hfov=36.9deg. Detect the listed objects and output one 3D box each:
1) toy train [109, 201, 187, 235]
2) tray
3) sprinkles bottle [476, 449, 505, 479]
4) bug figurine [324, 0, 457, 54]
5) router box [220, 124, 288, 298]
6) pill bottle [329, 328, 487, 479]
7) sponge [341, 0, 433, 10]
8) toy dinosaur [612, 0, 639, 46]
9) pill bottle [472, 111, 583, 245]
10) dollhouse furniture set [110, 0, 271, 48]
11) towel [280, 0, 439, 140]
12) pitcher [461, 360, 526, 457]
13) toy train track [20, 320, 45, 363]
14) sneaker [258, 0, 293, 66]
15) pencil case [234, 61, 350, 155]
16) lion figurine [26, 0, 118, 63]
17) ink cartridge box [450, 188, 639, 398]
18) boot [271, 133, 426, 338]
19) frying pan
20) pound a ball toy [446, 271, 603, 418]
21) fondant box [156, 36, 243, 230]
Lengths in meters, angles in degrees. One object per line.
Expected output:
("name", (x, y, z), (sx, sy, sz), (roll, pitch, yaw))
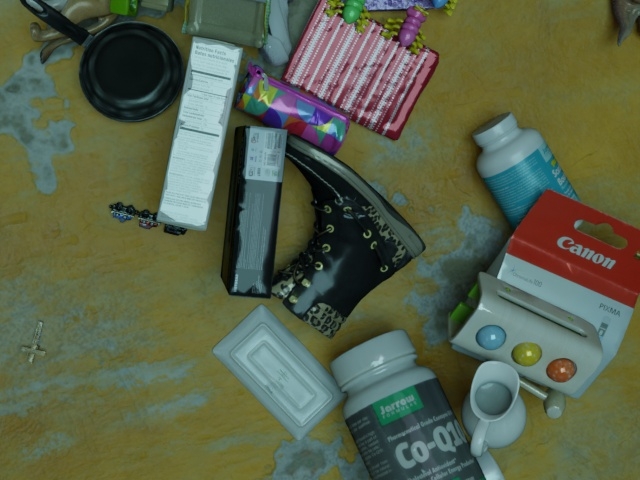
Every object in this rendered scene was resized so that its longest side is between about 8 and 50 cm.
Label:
("toy train", (-0.340, -0.040, 1.885), (0.158, 0.027, 0.036), (16, 104, -11))
("tray", (-0.080, 0.273, 1.957), (0.145, 0.030, 0.270), (-43, 101, -2))
("sprinkles bottle", (0.210, 0.555, 1.986), (0.355, 0.121, 0.121), (-27, 99, -6))
("bug figurine", (0.140, -0.486, 1.848), (0.279, 0.072, 0.216), (22, 77, -12))
("router box", (-0.129, -0.061, 1.807), (0.081, 0.243, 0.309), (5, 94, -10))
("pill bottle", (0.166, 0.372, 1.870), (0.204, 0.204, 0.361), (-24, 75, -6))
("sponge", (0.121, -0.516, 1.908), (0.210, 0.031, 0.117), (-4, 97, -9))
("toy dinosaur", (0.675, -0.538, 1.958), (0.200, 0.127, 0.296), (44, 100, -3))
("pill bottle", (0.413, -0.126, 1.937), (0.146, 0.146, 0.264), (-34, 101, -4))
("dollhouse furniture set", (-0.212, -0.485, 1.759), (0.301, 0.151, 0.198), (13, 112, 7))
("towel", (0.080, -0.340, 1.906), (0.275, 0.031, 0.199), (25, 102, -11))
("pitcher", (0.320, 0.344, 1.820), (0.125, 0.207, 0.178), (18, 67, 19))
("toy train track", (-0.559, 0.199, 1.880), (0.048, 0.014, 0.083), (15, 88, -3))
("sneaker", (-0.060, -0.528, 1.822), (0.210, 0.137, 0.366), (-15, 95, -5))
("pencil case", (-0.055, -0.253, 1.869), (0.236, 0.104, 0.104), (26, 91, -14))
("lion figurine", (-0.438, -0.534, 1.779), (0.240, 0.142, 0.392), (-9, 111, -16))
("ink cartridge box", (0.484, 0.118, 1.917), (0.308, 0.091, 0.385), (23, 123, -10))
("boot", (0.000, 0.000, 1.863), (0.284, 0.138, 0.377), (-48, 123, 1))
("frying pan", (-0.416, -0.331, 1.788), (0.326, 0.053, 0.197), (10, 113, -25))
("pound a ball toy", (0.394, 0.229, 1.866), (0.319, 0.136, 0.208), (26, 120, -11))
("fondant box", (-0.226, -0.195, 1.779), (0.096, 0.238, 0.330), (12, 94, -9))
